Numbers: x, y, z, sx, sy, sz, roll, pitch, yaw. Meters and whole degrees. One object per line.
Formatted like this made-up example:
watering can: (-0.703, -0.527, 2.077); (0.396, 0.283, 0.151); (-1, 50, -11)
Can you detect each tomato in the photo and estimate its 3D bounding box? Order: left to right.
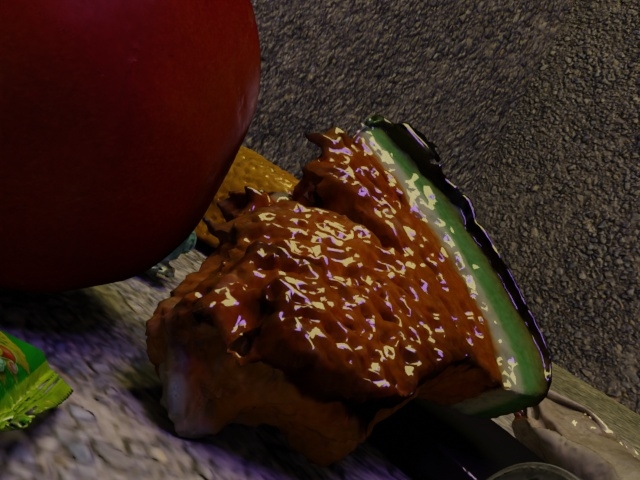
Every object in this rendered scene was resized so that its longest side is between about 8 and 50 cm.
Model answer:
tomato: (-0.164, -0.092, 0.527); (0.226, 0.298, 0.298); (28, 3, -10)

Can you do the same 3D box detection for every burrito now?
burrito: (0.263, 0.217, 0.709); (0.117, 0.076, 0.392); (38, 2, -19)

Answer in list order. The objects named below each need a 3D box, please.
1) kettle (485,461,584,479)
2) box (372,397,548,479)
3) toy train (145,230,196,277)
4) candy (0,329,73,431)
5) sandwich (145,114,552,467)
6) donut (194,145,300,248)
kettle: (0.130, 0.178, 0.374); (0.148, 0.127, 0.098); (28, 35, -26)
box: (0.111, 0.165, 0.679); (0.201, 0.042, 0.212); (24, 5, -40)
toy train: (-0.209, -0.021, 0.763); (0.125, 0.081, 0.194); (17, -1, 36)
candy: (-0.196, 0.034, 0.346); (0.178, 0.032, 0.102); (27, 3, -5)
sandwich: (0.003, 0.057, 0.556); (0.301, 0.162, 0.250); (-17, 67, -50)
donut: (0.000, 0.000, 1.267); (0.377, 0.163, 0.435); (31, 4, 35)
